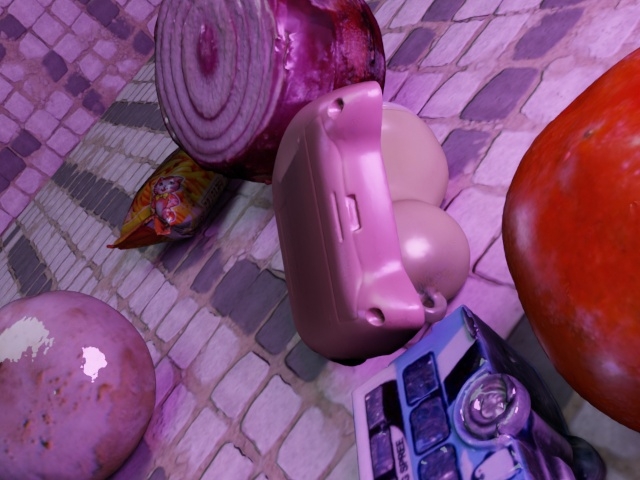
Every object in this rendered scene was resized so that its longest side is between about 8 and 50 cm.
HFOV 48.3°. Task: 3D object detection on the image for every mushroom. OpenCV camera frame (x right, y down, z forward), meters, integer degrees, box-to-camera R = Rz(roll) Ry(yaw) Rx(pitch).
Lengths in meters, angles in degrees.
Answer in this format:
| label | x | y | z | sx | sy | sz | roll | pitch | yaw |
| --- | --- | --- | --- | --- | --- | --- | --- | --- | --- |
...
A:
| label | x | y | z | sx | sy | sz | roll | pitch | yaw |
| --- | --- | --- | --- | --- | --- | --- | --- | --- | --- |
| mushroom | -0.310 | 0.184 | 0.882 | 0.243 | 0.243 | 0.244 | -34 | 31 | 25 |

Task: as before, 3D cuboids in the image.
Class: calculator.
| label | x | y | z | sx | sy | sz | roll | pitch | yaw |
| --- | --- | --- | --- | --- | --- | --- | --- | --- | --- |
| calculator | 0.000 | 0.000 | 0.619 | 0.048 | 0.220 | 0.329 | -10 | -6 | -13 |

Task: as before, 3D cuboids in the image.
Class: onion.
| label | x | y | z | sx | sy | sz | roll | pitch | yaw |
| --- | --- | --- | --- | --- | --- | --- | --- | --- | --- |
| onion | -0.047 | -0.216 | 0.923 | 0.336 | 0.260 | 0.282 | 13 | 102 | 50 |

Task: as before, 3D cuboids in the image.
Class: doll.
| label | x | y | z | sx | sy | sz | roll | pitch | yaw |
| --- | --- | --- | --- | --- | --- | --- | --- | --- | --- |
| doll | 0.066 | -0.032 | 0.689 | 0.117 | 0.141 | 0.296 | 101 | 165 | -46 |

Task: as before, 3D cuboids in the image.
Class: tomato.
| label | x | y | z | sx | sy | sz | roll | pitch | yaw |
| --- | --- | --- | --- | --- | --- | --- | --- | --- | --- |
| tomato | 0.203 | -0.008 | 0.384 | 0.232 | 0.188 | 0.232 | -36 | 28 | 23 |

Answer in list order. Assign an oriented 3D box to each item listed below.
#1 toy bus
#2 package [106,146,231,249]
| label | x | y | z | sx | sy | sz | roll | pitch | yaw |
| --- | --- | --- | --- | --- | --- | --- | --- | --- | --- |
| toy bus | 0.097 | 0.178 | 0.394 | 0.131 | 0.106 | 0.297 | -38 | 28 | 23 |
| package | -0.218 | -0.090 | 1.165 | 0.223 | 0.108 | 0.288 | -18 | 33 | 52 |
